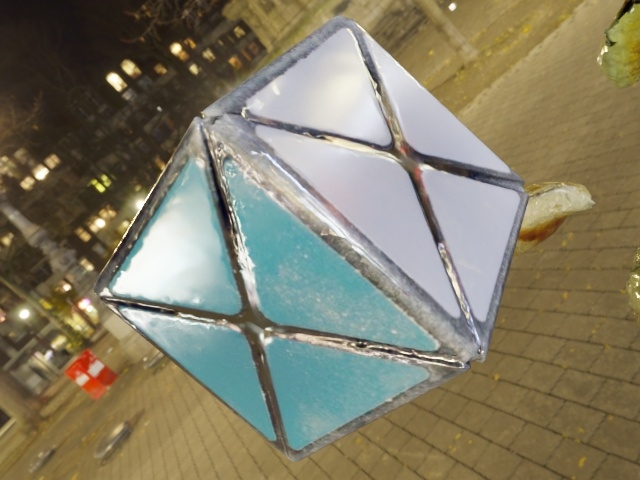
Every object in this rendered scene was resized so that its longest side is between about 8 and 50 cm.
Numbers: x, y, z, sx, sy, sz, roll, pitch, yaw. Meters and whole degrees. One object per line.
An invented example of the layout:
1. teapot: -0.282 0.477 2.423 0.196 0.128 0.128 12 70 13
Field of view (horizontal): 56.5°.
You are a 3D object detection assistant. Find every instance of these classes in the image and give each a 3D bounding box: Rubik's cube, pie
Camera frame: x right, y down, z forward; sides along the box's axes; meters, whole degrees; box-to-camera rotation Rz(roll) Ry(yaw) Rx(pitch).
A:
1. Rubik's cube: 0.000 0.000 0.536 0.259 0.260 0.254 -47 6 43
2. pie: 0.527 -0.344 0.841 0.371 0.078 0.296 -15 -30 -46
3. pie: 0.273 -0.025 0.832 0.205 0.084 0.179 -28 -3 6

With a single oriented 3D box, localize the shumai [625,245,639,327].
1. shumai: 0.327 0.091 0.435 0.218 0.255 0.189 -24 -17 -48
